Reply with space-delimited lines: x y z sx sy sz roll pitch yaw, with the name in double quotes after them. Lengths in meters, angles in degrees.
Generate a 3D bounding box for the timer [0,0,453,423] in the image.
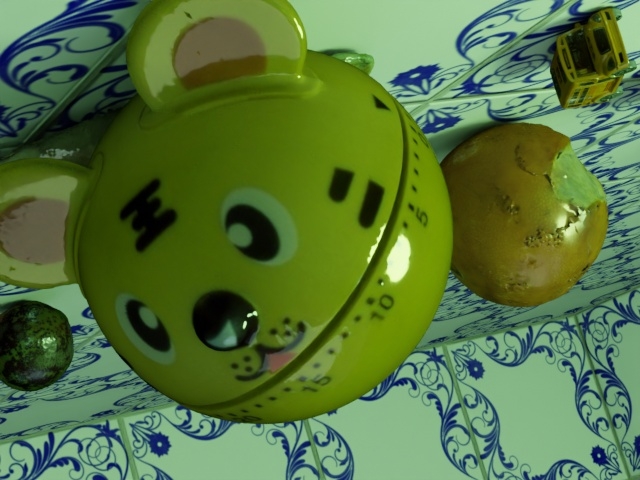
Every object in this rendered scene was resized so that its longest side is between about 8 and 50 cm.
-0.081 -0.021 1.348 0.376 0.376 0.387 -25 135 37 "timer"

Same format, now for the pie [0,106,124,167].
-0.250 -0.069 1.515 0.185 0.052 0.218 1 157 -43 "pie"

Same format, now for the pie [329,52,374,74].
0.013 -0.167 1.503 0.084 0.021 0.084 -12 167 -3 "pie"

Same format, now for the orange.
0.251 -0.033 1.964 0.240 0.240 0.240 -16 169 -3 "orange"

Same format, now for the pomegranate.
-0.419 0.133 2.133 0.125 0.163 0.138 -54 -165 -14 "pomegranate"

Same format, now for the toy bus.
0.291 -0.193 1.665 0.074 0.070 0.162 -15 170 1 "toy bus"
